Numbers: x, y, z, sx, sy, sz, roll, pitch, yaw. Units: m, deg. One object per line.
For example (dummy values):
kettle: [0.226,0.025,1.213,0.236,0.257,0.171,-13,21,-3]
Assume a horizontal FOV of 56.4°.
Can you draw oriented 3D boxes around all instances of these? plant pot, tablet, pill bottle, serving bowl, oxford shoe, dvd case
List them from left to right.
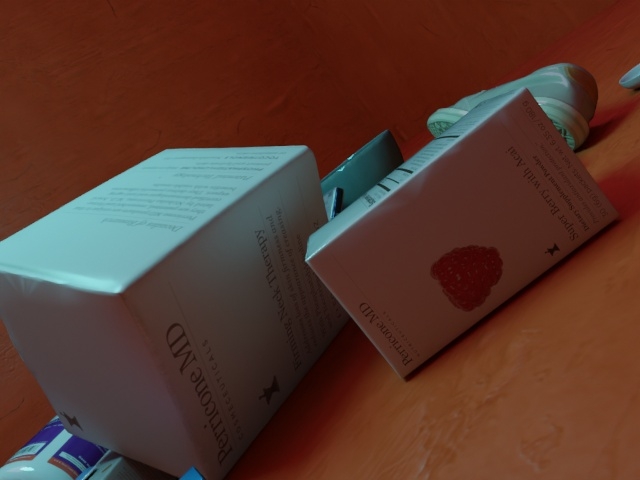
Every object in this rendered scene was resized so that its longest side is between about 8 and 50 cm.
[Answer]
tablet: [-0.374,0.372,0.892,0.054,0.006,0.083,-33,9,46]
pill bottle: [-0.452,0.413,1.097,0.181,0.181,0.323,-37,6,12]
dvd case: [0.000,0.000,1.504,0.179,0.030,0.238,156,124,-67]
plant pot: [0.132,-0.144,1.666,0.290,0.195,0.290,-38,7,5]
oxford shoe: [0.350,-0.229,1.120,0.130,0.169,0.449,-57,16,-6]
serving bowl: [0.554,-0.283,1.011,0.083,0.027,0.083,-38,6,4]

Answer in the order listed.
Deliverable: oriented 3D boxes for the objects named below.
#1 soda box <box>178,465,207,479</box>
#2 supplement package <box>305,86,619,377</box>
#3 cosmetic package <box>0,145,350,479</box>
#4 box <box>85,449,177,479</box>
soda box: [-0.183,0.336,0.600,0.210,0.071,0.067,-41,6,-22]
supplement package: [0.149,-0.013,0.709,0.293,0.177,0.175,-39,7,5]
cosmetic package: [-0.206,0.080,0.910,0.327,0.329,0.393,5,34,33]
box: [-0.297,0.370,0.916,0.130,0.091,0.170,-36,7,28]
